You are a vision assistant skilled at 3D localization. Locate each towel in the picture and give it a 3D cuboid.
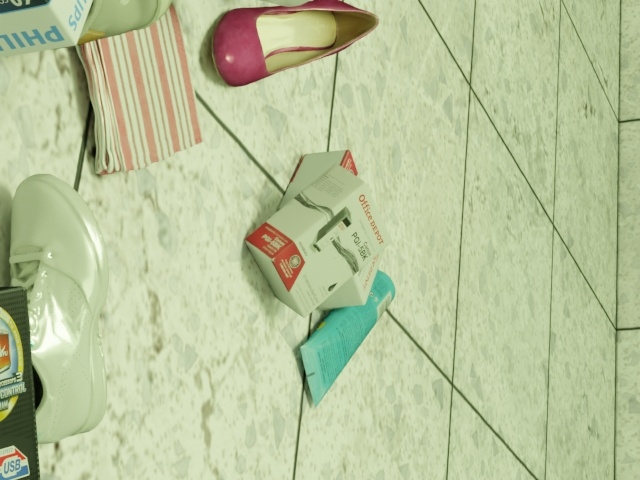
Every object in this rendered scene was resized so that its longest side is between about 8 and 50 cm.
[{"bbox_3d":[-0.167,-0.144,1.458,0.197,0.029,0.144,-33,115,-68],"label":"towel"}]

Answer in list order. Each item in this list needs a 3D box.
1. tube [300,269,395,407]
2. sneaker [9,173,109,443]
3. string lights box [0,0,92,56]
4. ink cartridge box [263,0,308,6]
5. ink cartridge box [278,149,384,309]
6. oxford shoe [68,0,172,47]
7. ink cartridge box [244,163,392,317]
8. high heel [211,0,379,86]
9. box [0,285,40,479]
[{"bbox_3d":[0.028,0.105,1.843,0.207,0.052,0.080,-50,129,-53],"label":"tube"},{"bbox_3d":[-0.219,0.055,1.230,0.094,0.080,0.212,-14,99,-56],"label":"sneaker"},{"bbox_3d":[-0.272,-0.241,1.082,0.259,0.133,0.076,60,32,-44],"label":"string lights box"},{"bbox_3d":[-0.068,-0.372,1.418,0.201,0.117,0.278,7,77,-34],"label":"ink cartridge box"},{"bbox_3d":[0.016,-0.011,1.813,0.109,0.063,0.150,-68,144,-48],"label":"ink cartridge box"},{"bbox_3d":[-0.242,-0.328,1.171,0.130,0.169,0.449,-44,130,-30],"label":"oxford shoe"},{"bbox_3d":[0.000,0.000,1.691,0.135,0.056,0.099,-41,133,-15],"label":"ink cartridge box"},{"bbox_3d":[-0.027,-0.215,1.687,0.244,0.117,0.082,-24,108,-67],"label":"high heel"},{"bbox_3d":[-0.272,0.148,1.005,0.270,0.060,0.216,-10,97,-70],"label":"box"}]
